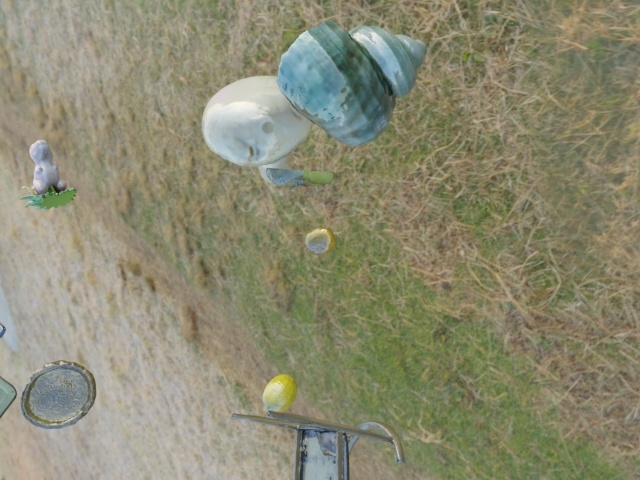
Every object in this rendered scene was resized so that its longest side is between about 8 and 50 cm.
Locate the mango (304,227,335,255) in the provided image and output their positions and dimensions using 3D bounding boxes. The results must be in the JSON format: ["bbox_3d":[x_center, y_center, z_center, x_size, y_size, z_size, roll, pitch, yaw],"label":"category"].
[{"bbox_3d":[0.000,0.000,1.315,0.079,0.057,0.114,40,147,-2],"label":"mango"}]

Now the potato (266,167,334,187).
[{"bbox_3d":[-0.057,-0.174,1.405,0.119,0.197,0.054,11,100,57],"label":"potato"}]

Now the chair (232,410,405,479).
[{"bbox_3d":[-0.006,0.392,0.865,0.188,0.272,0.166,-32,50,55],"label":"chair"}]

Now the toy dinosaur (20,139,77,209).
[{"bbox_3d":[-0.865,-0.192,1.546,0.177,0.152,0.194,57,141,11],"label":"toy dinosaur"}]

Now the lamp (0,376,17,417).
[{"bbox_3d":[-0.915,0.393,1.210,0.047,0.266,0.269,-28,116,21],"label":"lamp"}]

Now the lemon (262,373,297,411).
[{"bbox_3d":[-0.106,0.399,1.296,0.082,0.111,0.082,30,155,16],"label":"lemon"}]

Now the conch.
[{"bbox_3d":[0.060,-0.266,0.831,0.195,0.277,0.220,51,161,49],"label":"conch"}]

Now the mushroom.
[{"bbox_3d":[-0.169,-0.340,1.429,0.315,0.356,0.315,1,98,10],"label":"mushroom"}]

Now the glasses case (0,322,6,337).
[{"bbox_3d":[-0.916,0.252,1.424,0.083,0.033,0.023,17,158,39],"label":"glasses case"}]

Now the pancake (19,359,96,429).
[{"bbox_3d":[-0.741,0.436,1.417,0.199,0.199,0.021,66,159,4],"label":"pancake"}]
